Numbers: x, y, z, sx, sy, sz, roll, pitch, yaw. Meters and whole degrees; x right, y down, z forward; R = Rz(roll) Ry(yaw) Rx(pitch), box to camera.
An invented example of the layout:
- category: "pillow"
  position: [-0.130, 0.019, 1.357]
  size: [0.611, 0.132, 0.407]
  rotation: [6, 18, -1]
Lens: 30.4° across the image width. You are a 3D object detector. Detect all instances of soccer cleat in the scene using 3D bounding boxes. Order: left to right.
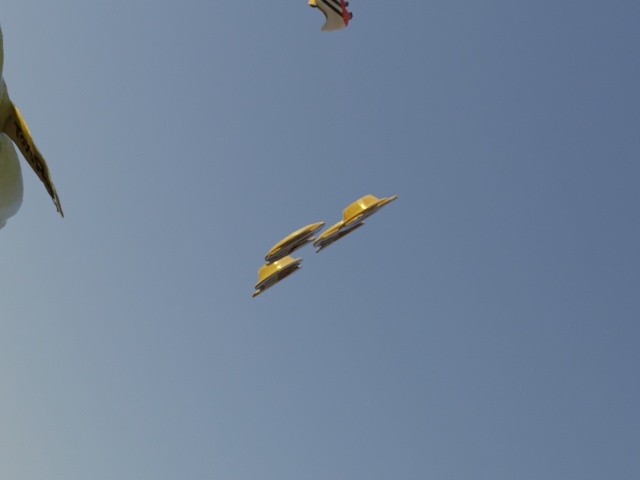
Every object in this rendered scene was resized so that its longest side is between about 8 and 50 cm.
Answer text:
- category: "soccer cleat"
  position: [0.002, -0.235, 1.100]
  size: [0.029, 0.035, 0.083]
  rotation: [166, -97, -88]

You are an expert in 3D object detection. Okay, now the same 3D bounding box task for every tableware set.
- category: "tableware set"
  position: [0.000, 0.000, 1.121]
  size: [0.020, 0.141, 0.169]
  rotation: [59, -18, 6]

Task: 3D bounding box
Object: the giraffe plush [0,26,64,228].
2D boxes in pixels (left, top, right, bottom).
- category: "giraffe plush"
  position: [-0.235, -0.052, 0.541]
  size: [0.210, 0.170, 0.181]
  rotation: [47, -30, 45]
